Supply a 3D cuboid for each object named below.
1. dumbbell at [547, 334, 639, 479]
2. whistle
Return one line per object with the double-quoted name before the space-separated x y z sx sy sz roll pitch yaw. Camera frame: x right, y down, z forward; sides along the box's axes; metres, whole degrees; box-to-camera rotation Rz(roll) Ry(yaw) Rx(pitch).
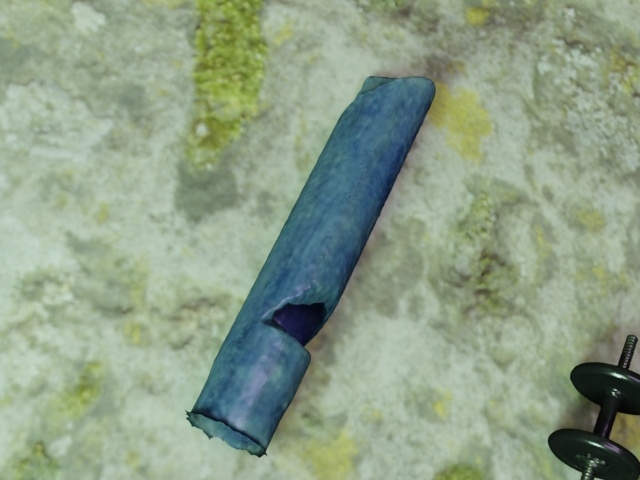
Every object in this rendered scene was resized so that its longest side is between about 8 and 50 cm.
"dumbbell" 0.209 0.133 0.696 0.069 0.069 0.147 32 65 -10
"whistle" 0.000 0.000 0.660 0.062 0.062 0.304 31 65 -10
